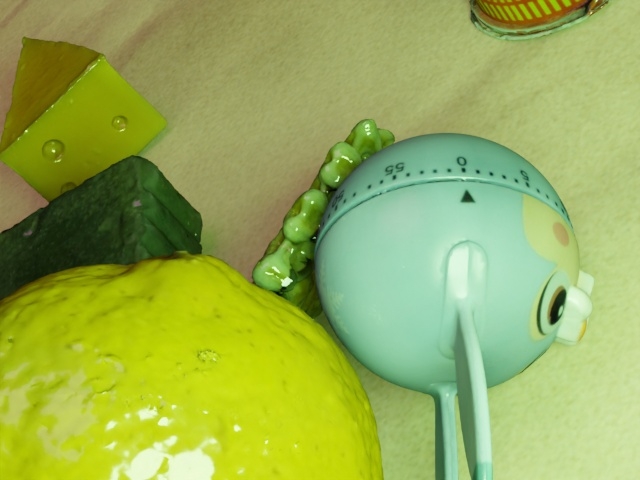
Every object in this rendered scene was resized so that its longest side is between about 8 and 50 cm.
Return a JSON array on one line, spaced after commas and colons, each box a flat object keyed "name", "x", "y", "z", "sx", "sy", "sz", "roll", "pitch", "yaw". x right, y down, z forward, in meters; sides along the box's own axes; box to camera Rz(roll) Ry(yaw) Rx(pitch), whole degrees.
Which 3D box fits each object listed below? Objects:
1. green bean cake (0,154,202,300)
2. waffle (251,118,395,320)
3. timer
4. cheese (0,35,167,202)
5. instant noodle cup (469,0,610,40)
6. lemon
[{"name": "green bean cake", "x": -0.180, "y": 0.049, "z": 1.389, "sx": 0.183, "sy": 0.094, "sz": 0.185, "roll": -27, "pitch": 36, "yaw": 22}, {"name": "waffle", "x": 0.000, "y": 0.000, "z": 1.211, "sx": 0.169, "sy": 0.036, "sz": 0.183, "roll": -56, "pitch": -9, "yaw": -13}, {"name": "timer", "x": 0.095, "y": 0.050, "z": 1.066, "sx": 0.175, "sy": 0.175, "sz": 0.255, "roll": -36, "pitch": 56, "yaw": 11}, {"name": "cheese", "x": -0.227, "y": -0.122, "z": 1.639, "sx": 0.126, "sy": 0.093, "sz": 0.171, "roll": -43, "pitch": 32, "yaw": 4}, {"name": "instant noodle cup", "x": 0.132, "y": -0.285, "z": 1.329, "sx": 0.193, "sy": 0.212, "sz": 0.193, "roll": -28, "pitch": 36, "yaw": 22}, {"name": "lemon", "x": -0.096, "y": 0.145, "z": 1.018, "sx": 0.293, "sy": 0.293, "sz": 0.293, "roll": -28, "pitch": 35, "yaw": 22}]
